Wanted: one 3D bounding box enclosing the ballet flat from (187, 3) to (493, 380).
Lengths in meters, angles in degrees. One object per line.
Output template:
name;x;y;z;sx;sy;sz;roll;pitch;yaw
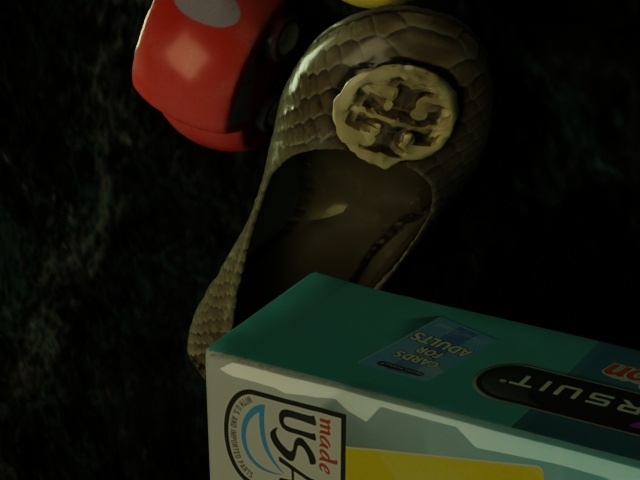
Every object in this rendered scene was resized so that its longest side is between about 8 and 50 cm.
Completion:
ballet flat;0.000;0.000;0.780;0.084;0.058;0.250;22;140;-10

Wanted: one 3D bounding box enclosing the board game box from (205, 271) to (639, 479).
board game box;0.124;0.170;0.644;0.336;0.079;0.253;12;117;28

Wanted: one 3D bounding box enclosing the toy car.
toy car;-0.057;-0.143;0.752;0.225;0.053;0.239;48;142;-10
